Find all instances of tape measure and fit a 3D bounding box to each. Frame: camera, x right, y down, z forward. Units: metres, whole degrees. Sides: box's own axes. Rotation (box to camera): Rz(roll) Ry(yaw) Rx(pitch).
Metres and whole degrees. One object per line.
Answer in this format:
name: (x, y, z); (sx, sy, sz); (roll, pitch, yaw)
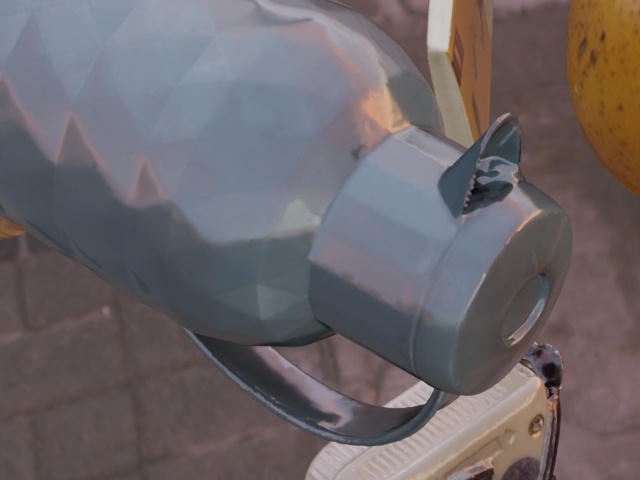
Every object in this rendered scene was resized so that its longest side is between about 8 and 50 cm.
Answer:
tape measure: (0.137, 0.246, 1.617); (0.271, 0.231, 0.133); (-35, 37, -23)

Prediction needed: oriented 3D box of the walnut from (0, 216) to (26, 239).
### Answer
walnut: (-0.388, -0.079, 2.013); (0.167, 0.166, 0.149); (10, 48, 19)

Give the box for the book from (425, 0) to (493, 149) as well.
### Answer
book: (0.141, -0.263, 1.642); (0.032, 0.269, 0.389); (-2, 61, 13)

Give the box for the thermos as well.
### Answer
thermos: (-0.039, -0.024, 0.673); (0.286, 0.182, 0.145); (31, 44, 28)

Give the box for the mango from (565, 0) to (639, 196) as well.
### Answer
mango: (0.226, -0.129, 0.747); (0.160, 0.290, 0.191); (26, 25, -20)
